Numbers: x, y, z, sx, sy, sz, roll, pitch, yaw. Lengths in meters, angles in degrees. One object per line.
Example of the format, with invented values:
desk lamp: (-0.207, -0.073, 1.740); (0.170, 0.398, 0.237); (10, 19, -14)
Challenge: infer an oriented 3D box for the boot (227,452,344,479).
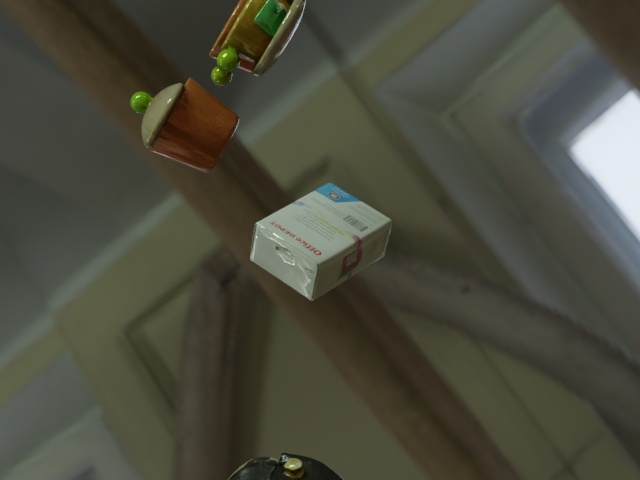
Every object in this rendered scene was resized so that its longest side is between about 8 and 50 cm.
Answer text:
boot: (-0.085, 0.259, 1.301); (0.138, 0.377, 0.284); (-55, 4, 29)

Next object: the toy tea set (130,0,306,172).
toy tea set: (-0.078, -0.226, 1.588); (0.336, 0.124, 0.200); (-65, 8, -32)

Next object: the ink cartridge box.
ink cartridge box: (0.000, 0.000, 1.818); (0.122, 0.088, 0.052); (-29, -38, -43)
